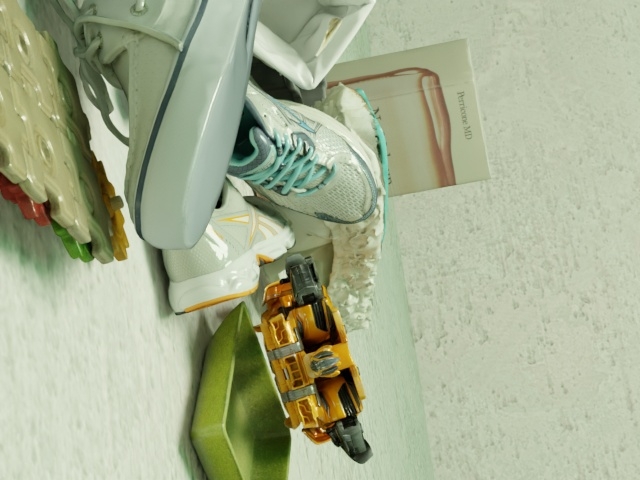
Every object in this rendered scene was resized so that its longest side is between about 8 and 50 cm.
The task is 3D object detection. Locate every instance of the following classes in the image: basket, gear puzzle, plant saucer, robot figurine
[{"bbox_3d":[-0.052,-0.236,1.163,0.167,0.113,0.103,35,1,-21],"label":"basket"},{"bbox_3d":[-0.196,-0.074,0.829,0.339,0.044,0.175,63,10,-69],"label":"gear puzzle"},{"bbox_3d":[-0.078,0.188,1.191,0.188,0.045,0.188,-86,162,-56],"label":"plant saucer"},{"bbox_3d":[-0.010,0.123,1.245,0.291,0.085,0.211,104,-32,-86],"label":"robot figurine"}]

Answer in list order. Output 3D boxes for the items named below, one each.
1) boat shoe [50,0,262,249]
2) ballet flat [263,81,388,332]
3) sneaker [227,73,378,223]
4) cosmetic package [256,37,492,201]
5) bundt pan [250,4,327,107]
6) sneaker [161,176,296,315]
[{"bbox_3d":[-0.134,-0.161,0.944,0.136,0.157,0.367,92,5,-62],"label":"boat shoe"},{"bbox_3d":[0.000,0.000,1.393,0.409,0.147,0.147,89,-1,-54],"label":"ballet flat"},{"bbox_3d":[-0.057,-0.085,1.162,0.283,0.110,0.122,34,21,-25],"label":"sneaker"},{"bbox_3d":[0.057,-0.140,1.557,0.129,0.296,0.153,-87,163,-57],"label":"cosmetic package"},{"bbox_3d":[-0.089,-0.276,1.383,0.331,0.124,0.330,-11,90,-79],"label":"bundt pan"},{"bbox_3d":[-0.094,-0.024,1.193,0.262,0.099,0.121,-67,141,-74],"label":"sneaker"}]
